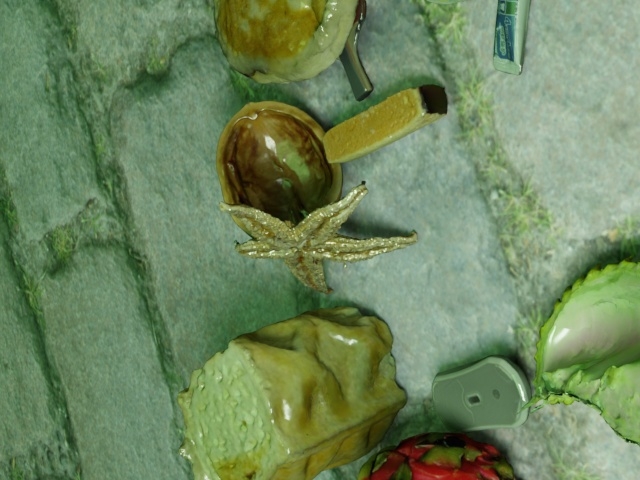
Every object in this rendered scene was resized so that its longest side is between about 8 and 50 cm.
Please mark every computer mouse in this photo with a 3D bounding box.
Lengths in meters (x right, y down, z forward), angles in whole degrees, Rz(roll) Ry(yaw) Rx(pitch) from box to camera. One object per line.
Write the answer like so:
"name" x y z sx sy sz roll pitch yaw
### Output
"computer mouse" 0.197 0.187 1.389 0.182 0.056 0.089 -27 78 53

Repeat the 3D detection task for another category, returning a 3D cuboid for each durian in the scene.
"durian" 0.312 0.117 1.139 0.158 0.169 0.352 62 168 -12

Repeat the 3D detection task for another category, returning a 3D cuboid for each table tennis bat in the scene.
"table tennis bat" 0.022 -0.287 1.529 0.130 0.019 0.220 -36 68 44

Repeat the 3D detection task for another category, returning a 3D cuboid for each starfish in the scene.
"starfish" 0.001 0.005 1.469 0.231 0.295 0.048 -13 58 18

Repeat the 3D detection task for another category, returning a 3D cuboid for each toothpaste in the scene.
"toothpaste" 0.220 -0.287 1.302 0.057 0.035 0.197 31 121 58

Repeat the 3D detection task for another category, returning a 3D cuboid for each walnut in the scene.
"walnut" -0.049 -0.086 1.576 0.167 0.087 0.211 -23 72 8

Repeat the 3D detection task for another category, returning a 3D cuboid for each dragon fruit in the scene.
"dragon fruit" 0.137 0.369 1.341 0.231 0.237 0.302 124 150 -49

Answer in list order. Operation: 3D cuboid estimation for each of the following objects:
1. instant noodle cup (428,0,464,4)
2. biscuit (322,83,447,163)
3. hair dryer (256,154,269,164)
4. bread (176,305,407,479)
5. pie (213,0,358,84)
"instant noodle cup" 0.100 -0.373 1.332 0.205 0.153 0.205 12 106 47
"biscuit" 0.081 -0.145 1.461 0.188 0.056 0.052 -22 82 46
"hair dryer" -0.062 -0.067 1.651 0.150 0.047 0.071 53 134 14
"bread" -0.035 0.209 1.504 0.196 0.252 0.238 51 127 27
"pie" -0.050 -0.372 1.530 0.339 0.077 0.339 2 92 53
